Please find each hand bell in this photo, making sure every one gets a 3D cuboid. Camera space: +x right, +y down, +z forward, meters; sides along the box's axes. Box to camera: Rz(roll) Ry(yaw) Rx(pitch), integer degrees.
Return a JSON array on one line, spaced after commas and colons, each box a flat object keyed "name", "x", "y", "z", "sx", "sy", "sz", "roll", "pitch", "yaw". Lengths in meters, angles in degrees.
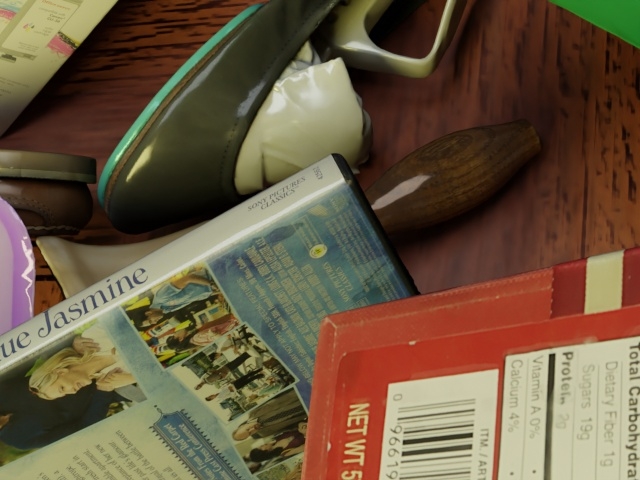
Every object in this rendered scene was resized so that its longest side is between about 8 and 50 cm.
[{"name": "hand bell", "x": 0.000, "y": 0.000, "z": 0.663, "sx": 0.242, "sy": 0.126, "sz": 0.126, "roll": -28, "pitch": 56, "yaw": -10}]

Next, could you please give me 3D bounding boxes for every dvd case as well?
[{"name": "dvd case", "x": -0.068, "y": 0.084, "z": 0.580, "sx": 0.253, "sy": 0.180, "sz": 0.022, "roll": -29, "pitch": 46, "yaw": 3}]

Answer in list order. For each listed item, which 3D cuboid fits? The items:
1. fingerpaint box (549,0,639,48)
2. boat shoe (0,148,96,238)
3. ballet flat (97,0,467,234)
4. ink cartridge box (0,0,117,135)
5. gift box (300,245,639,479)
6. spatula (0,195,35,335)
[{"name": "fingerpaint box", "x": 0.283, "y": -0.210, "z": 0.537, "sx": 0.445, "sy": 0.163, "sz": 0.371, "roll": -33, "pitch": 52, "yaw": -31}, {"name": "boat shoe", "x": -0.257, "y": 0.009, "z": 0.745, "sx": 0.307, "sy": 0.111, "sz": 0.104, "roll": -5, "pitch": 85, "yaw": 22}, {"name": "ballet flat", "x": 0.004, "y": -0.099, "z": 0.712, "sx": 0.096, "sy": 0.095, "sz": 0.280, "roll": 34, "pitch": 77, "yaw": 19}, {"name": "ink cartridge box", "x": -0.164, "y": -0.166, "z": 0.770, "sx": 0.198, "sy": 0.067, "sz": 0.115, "roll": -42, "pitch": 51, "yaw": 30}, {"name": "gift box", "x": 0.135, "y": 0.143, "z": 0.436, "sx": 0.276, "sy": 0.258, "sz": 0.255, "roll": -9, "pitch": 59, "yaw": 38}, {"name": "spatula", "x": -0.271, "y": -0.002, "z": 0.672, "sx": 0.296, "sy": 0.030, "sz": 0.084, "roll": 9, "pitch": 106, "yaw": 11}]
